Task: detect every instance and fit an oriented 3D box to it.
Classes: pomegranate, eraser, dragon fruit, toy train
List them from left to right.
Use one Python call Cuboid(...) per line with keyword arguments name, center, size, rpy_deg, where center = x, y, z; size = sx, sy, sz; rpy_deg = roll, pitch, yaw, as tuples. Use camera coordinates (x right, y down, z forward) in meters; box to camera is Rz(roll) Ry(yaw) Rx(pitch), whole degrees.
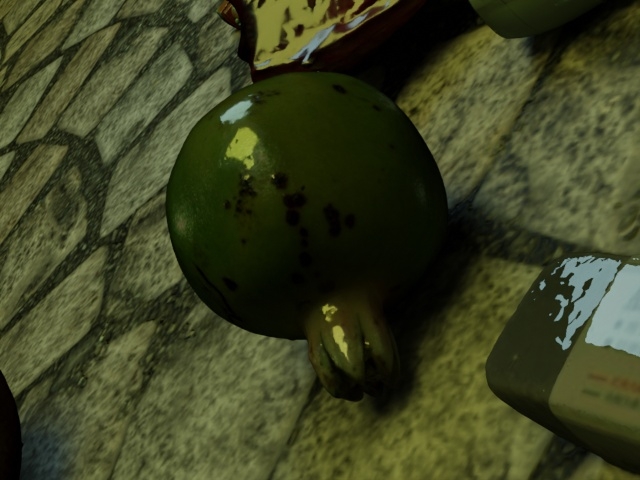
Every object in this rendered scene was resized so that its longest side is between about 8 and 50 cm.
Cuboid(name="toy train", center=(-0.075, -0.258, 1.319), size=(0.064, 0.044, 0.103), rpy_deg=(-53, 24, 2))
Cuboid(name="pomegranate", center=(0.000, 0.000, 0.749), size=(0.180, 0.180, 0.209), rpy_deg=(-38, 57, 23))
Cuboid(name="dragon fruit", center=(0.085, -0.264, 1.033), size=(0.329, 0.228, 0.286), rpy_deg=(-20, 68, 15))
Cuboid(name="eraser", center=(0.195, 0.063, 0.454), size=(0.089, 0.061, 0.352), rpy_deg=(-57, 27, -12))

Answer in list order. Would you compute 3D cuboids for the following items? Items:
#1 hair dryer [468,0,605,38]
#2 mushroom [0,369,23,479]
Cuboid(name="hair dryer", center=(0.185, -0.271, 0.818), size=(0.206, 0.075, 0.237), rpy_deg=(-21, 65, 35))
Cuboid(name="mushroom", center=(-0.384, 0.236, 0.989), size=(0.345, 0.239, 0.345), rpy_deg=(-27, 17, 9))
